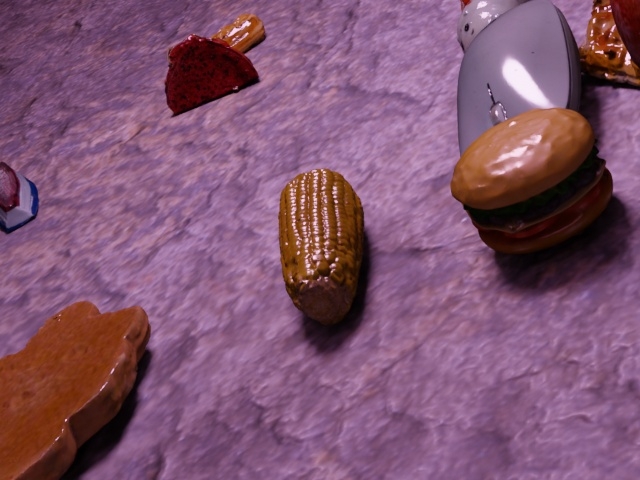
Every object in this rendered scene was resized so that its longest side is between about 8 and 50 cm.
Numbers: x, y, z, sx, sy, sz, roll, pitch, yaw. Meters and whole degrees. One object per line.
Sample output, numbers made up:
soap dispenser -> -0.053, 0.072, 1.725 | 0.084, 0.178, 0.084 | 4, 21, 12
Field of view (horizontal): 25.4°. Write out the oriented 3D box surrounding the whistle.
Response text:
whistle -> 0.231, -0.303, 1.851 | 0.101, 0.106, 0.253 | -37, 22, 39

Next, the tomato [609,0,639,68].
tomato -> 0.412, -0.253, 1.408 | 0.264, 0.265, 0.265 | -23, 26, 12

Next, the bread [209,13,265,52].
bread -> -0.145, -0.339, 2.374 | 0.110, 0.044, 0.083 | -36, 25, -10

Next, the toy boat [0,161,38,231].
toy boat -> -0.489, -0.076, 2.239 | 0.080, 0.046, 0.229 | -32, 27, -1

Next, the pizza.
pizza -> 0.382, -0.279, 1.689 | 0.182, 0.074, 0.365 | -17, 28, 32

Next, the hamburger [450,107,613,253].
hamburger -> 0.209, -0.058, 1.409 | 0.162, 0.115, 0.162 | -24, 23, 11

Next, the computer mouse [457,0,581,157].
computer mouse -> 0.215, -0.183, 1.616 | 0.159, 0.097, 0.288 | -34, 22, 29

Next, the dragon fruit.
dragon fruit -> -0.180, -0.280, 2.230 | 0.162, 0.106, 0.083 | -20, 26, 24

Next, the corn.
corn -> 0.000, 0.000, 1.543 | 0.097, 0.097, 0.262 | -22, 29, 14

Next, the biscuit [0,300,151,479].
biscuit -> -0.314, 0.183, 1.566 | 0.269, 0.051, 0.376 | -22, 25, 19
